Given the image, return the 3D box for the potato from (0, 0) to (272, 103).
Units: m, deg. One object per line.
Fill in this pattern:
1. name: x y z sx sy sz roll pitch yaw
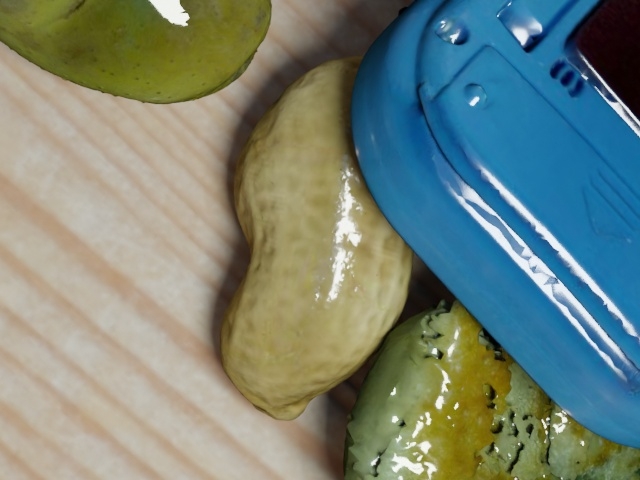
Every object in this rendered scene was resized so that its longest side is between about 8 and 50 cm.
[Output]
1. potato: -0.146 -0.188 1.035 0.248 0.143 0.169 32 94 -10

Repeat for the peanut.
1. peanut: 0.000 0.000 1.076 0.122 0.137 0.253 9 90 -47

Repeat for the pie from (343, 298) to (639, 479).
1. pie: 0.184 0.154 1.105 0.371 0.078 0.296 -9 100 -28

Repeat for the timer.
1. timer: 0.197 -0.054 1.035 0.340 0.115 0.309 47 54 -5
